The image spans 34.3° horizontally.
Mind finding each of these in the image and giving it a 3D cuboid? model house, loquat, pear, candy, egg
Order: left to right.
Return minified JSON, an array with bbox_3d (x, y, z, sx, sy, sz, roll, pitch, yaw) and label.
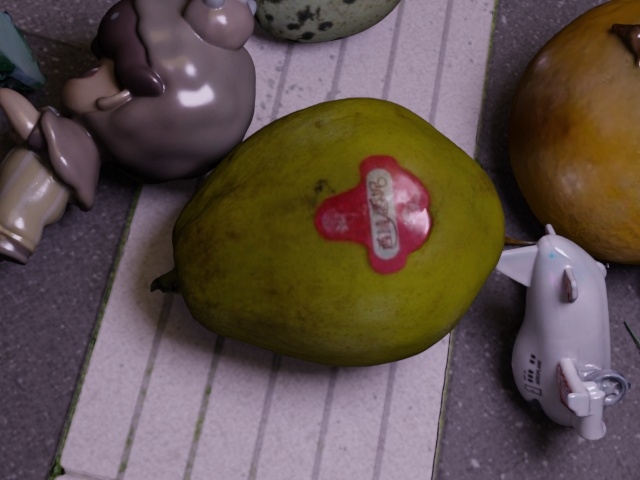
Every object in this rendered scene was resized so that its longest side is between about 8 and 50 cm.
[{"bbox_3d":[-0.411,-0.199,1.148,0.148,0.148,0.119,-30,81,7],"label":"model house"},{"bbox_3d":[0.000,0.000,1.092,0.375,0.287,0.287,-15,69,0],"label":"pear"},{"bbox_3d":[0.011,-0.337,1.296,0.228,0.177,0.177,-37,79,-11],"label":"egg"},{"bbox_3d":[0.397,0.132,1.271,0.023,0.025,0.083,-25,67,-6],"label":"candy"},{"bbox_3d":[0.391,-0.143,1.215,0.328,0.359,0.328,1,63,-2],"label":"loquat"}]

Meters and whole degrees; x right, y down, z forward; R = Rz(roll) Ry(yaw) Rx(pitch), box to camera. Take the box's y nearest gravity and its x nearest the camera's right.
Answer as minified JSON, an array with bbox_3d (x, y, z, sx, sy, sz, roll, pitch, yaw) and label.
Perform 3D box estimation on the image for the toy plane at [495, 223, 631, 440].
[{"bbox_3d":[0.263,0.102,1.143,0.118,0.252,0.252,-11,67,5],"label":"toy plane"}]

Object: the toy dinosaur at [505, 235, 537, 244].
[{"bbox_3d":[0.188,0.007,1.260,0.180,0.058,0.037,-10,77,-34],"label":"toy dinosaur"}]

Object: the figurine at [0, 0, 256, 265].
[{"bbox_3d":[-0.217,-0.121,1.118,0.380,0.248,0.203,-42,87,-14],"label":"figurine"}]
